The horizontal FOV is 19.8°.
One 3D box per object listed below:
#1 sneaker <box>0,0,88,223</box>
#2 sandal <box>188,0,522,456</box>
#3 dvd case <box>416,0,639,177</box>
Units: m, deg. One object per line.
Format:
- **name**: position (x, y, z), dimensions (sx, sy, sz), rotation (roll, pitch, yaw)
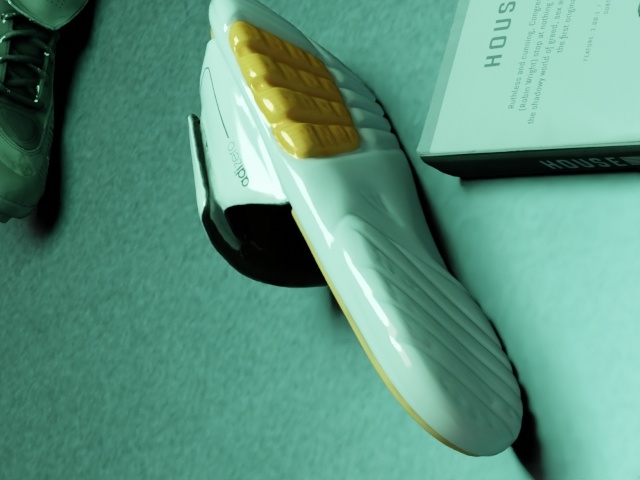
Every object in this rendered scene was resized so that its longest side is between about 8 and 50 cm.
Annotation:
- **sneaker**: position (-0.175, -0.115, 1.019), dimensions (0.106, 0.078, 0.234), rotation (-44, 39, 26)
- **sandal**: position (-0.007, -0.004, 0.738), dimensions (0.076, 0.102, 0.265), rotation (-43, 44, 19)
- **dvd case**: position (0.148, -0.113, 0.686), dimensions (0.239, 0.030, 0.179), rotation (0, 68, 49)
